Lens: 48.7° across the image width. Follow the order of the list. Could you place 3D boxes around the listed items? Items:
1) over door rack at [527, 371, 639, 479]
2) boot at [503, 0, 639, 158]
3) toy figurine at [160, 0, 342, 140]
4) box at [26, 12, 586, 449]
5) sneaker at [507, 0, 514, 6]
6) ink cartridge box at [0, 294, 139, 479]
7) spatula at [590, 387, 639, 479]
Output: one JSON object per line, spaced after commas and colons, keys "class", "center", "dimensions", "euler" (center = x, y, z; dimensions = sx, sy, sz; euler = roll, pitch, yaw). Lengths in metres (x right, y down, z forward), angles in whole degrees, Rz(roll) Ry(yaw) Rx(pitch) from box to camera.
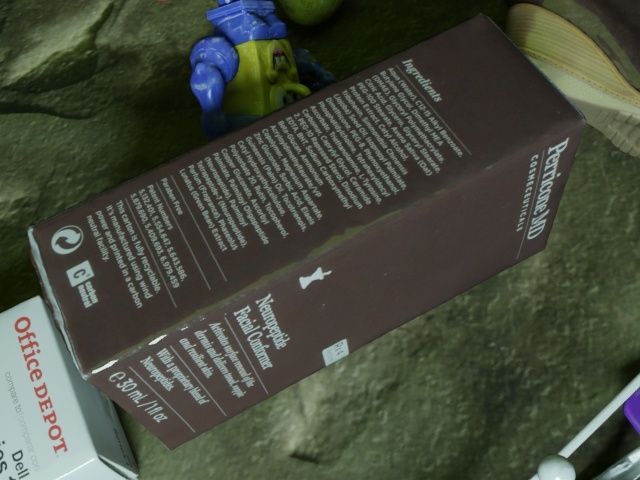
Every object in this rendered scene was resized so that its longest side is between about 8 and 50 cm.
{"class": "over door rack", "center": [0.246, 0.201, 0.437], "dimensions": [0.324, 0.108, 0.239], "euler": [-40, 73, -14]}
{"class": "boot", "center": [0.300, -0.195, 0.653], "dimensions": [0.248, 0.090, 0.207], "euler": [23, 80, 1]}
{"class": "toy figurine", "center": [-0.081, -0.174, 0.719], "dimensions": [0.191, 0.217, 0.362], "euler": [-3, 14, 22]}
{"class": "box", "center": [0.000, 0.000, 0.566], "dimensions": [0.381, 0.191, 0.143], "euler": [-29, 60, -9]}
{"class": "sneaker", "center": [0.277, -0.281, 0.767], "dimensions": [0.132, 0.086, 0.229], "euler": [-7, 69, -2]}
{"class": "ink cartridge box", "center": [-0.280, 0.167, 0.557], "dimensions": [0.219, 0.092, 0.160], "euler": [-28, 60, -9]}
{"class": "spatula", "center": [0.199, 0.189, 0.518], "dimensions": [0.296, 0.030, 0.084], "euler": [-33, 66, -12]}
